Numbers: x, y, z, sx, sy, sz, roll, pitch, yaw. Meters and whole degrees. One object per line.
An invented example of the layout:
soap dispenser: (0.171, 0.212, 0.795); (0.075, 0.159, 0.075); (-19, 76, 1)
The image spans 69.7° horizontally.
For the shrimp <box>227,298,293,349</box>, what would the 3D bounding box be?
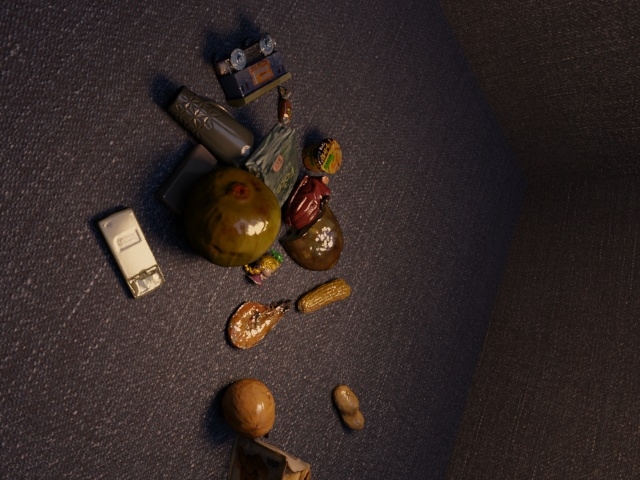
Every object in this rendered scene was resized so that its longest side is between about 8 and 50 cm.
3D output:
shrimp: (-0.238, 0.297, 1.812); (0.316, 0.062, 0.164); (-35, 113, -36)

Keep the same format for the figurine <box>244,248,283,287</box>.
figurine: (-0.225, 0.092, 1.800); (0.156, 0.095, 0.115); (-46, 102, -13)

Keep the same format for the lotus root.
lotus root: (-0.001, 0.017, 1.984); (0.267, 0.149, 0.260); (-48, 123, -29)

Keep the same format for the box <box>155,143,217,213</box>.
box: (-0.455, -0.212, 1.572); (0.103, 0.055, 0.244); (47, 60, -36)

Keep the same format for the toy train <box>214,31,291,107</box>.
toy train: (-0.258, -0.638, 1.714); (0.299, 0.131, 0.202); (-44, 128, -34)

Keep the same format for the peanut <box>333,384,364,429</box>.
peanut: (0.135, 0.797, 2.178); (0.101, 0.117, 0.263); (-27, 115, -21)

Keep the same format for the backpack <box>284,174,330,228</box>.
backpack: (-0.067, -0.146, 1.860); (0.138, 0.229, 0.229); (34, 66, -19)

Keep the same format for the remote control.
remote control: (-0.596, 0.044, 1.456); (0.123, 0.038, 0.286); (-36, 118, -37)

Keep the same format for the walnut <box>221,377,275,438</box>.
walnut: (-0.261, 0.615, 1.688); (0.195, 0.221, 0.196); (-10, 115, -22)

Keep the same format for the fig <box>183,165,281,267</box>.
fig: (-0.300, -0.065, 1.557); (0.343, 0.343, 0.344); (-2, 93, -45)

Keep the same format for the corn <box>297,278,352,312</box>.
corn: (0.016, 0.250, 2.045); (0.291, 0.101, 0.101); (-21, 106, -40)

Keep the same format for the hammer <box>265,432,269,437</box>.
hammer: (-0.243, 0.735, 1.851); (0.065, 0.021, 0.178); (-46, 123, -35)

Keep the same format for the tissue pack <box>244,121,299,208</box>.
tissue pack: (-0.173, -0.255, 1.725); (0.228, 0.103, 0.316); (-57, 164, -25)

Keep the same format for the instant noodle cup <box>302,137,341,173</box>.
instant noodle cup: (0.002, -0.362, 1.987); (0.151, 0.122, 0.152); (-5, 98, -45)

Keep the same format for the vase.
vase: (-0.380, -0.404, 1.593); (0.300, 0.156, 0.251); (36, 39, -34)

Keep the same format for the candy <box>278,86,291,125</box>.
candy: (-0.145, -0.536, 1.882); (0.053, 0.046, 0.182); (-4, 97, -44)

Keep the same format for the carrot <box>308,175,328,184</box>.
carrot: (-0.016, -0.249, 1.946); (0.055, 0.161, 0.055); (-2, 94, -24)

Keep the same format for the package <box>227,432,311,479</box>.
package: (-0.183, 0.856, 1.709); (0.165, 0.311, 0.222); (15, 79, -42)
